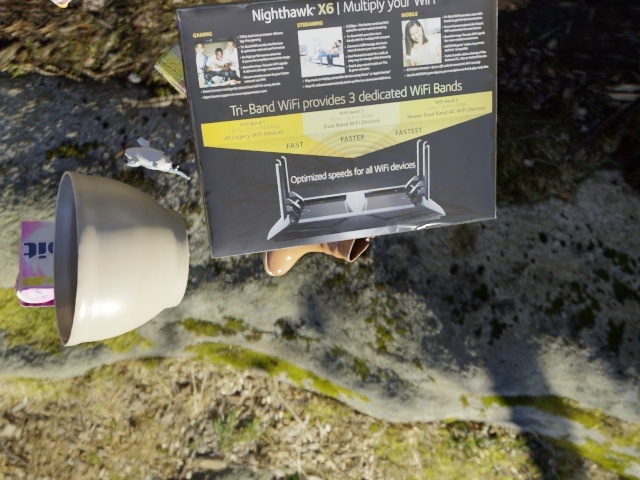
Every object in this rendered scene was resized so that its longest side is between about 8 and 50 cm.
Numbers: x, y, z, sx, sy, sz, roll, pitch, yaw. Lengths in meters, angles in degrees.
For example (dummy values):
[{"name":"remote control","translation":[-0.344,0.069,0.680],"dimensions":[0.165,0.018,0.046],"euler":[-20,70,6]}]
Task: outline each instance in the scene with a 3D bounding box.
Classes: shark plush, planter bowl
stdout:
[{"name":"shark plush","translation":[-0.370,-0.185,1.616],"dimensions":[0.161,0.067,0.073],"euler":[11,74,-1]},{"name":"planter bowl","translation":[-0.191,0.016,0.681],"dimensions":[0.109,0.162,0.162],"euler":[0,115,-28]}]

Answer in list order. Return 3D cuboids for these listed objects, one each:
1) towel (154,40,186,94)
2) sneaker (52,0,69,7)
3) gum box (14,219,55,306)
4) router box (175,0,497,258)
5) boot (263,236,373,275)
[{"name":"towel","translation":[-0.197,-0.255,1.021],"dimensions":[0.060,0.083,0.009],"euler":[43,145,-16]},{"name":"sneaker","translation":[-0.490,-0.578,1.517],"dimensions":[0.225,0.088,0.093],"euler":[-28,148,-12]},{"name":"gum box","translation":[-0.338,0.031,1.014],"dimensions":[0.188,0.107,0.062],"euler":[-2,153,-20]},{"name":"router box","translation":[0.023,-0.126,0.720],"dimensions":[0.308,0.081,0.243],"euler":[-7,111,-9]},{"name":"boot","translation":[0.000,0.000,1.133],"dimensions":[0.073,0.152,0.197],"euler":[21,102,-50]}]
